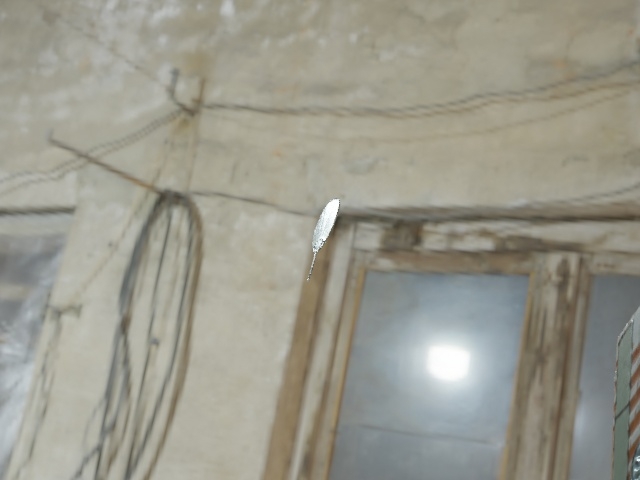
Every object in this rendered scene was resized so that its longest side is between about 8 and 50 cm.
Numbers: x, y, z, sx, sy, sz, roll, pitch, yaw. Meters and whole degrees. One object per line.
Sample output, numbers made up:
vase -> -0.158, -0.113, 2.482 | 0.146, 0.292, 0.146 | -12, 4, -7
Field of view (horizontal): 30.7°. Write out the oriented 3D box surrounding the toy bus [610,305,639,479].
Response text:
toy bus -> 0.189, 0.208, 0.568 | 0.093, 0.408, 0.092 | 15, -33, -3

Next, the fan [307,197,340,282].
fan -> 0.000, -0.005, 1.083 | 0.003, 0.080, 0.060 | 21, 11, -13
